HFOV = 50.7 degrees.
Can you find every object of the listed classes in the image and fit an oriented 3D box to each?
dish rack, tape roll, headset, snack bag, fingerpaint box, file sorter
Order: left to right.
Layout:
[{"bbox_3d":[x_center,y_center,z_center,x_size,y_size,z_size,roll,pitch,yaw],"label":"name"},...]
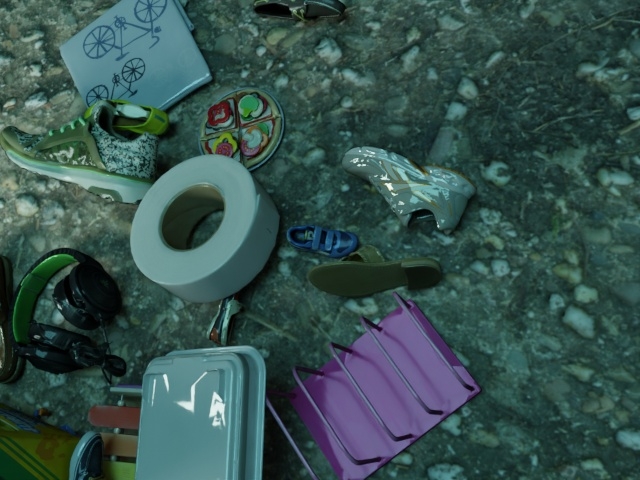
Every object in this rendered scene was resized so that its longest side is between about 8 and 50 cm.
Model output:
[{"bbox_3d":[-0.722,0.367,1.215,0.444,0.371,0.163,7,78,36],"label":"fingerpaint box"},{"bbox_3d":[-0.517,0.157,1.356,0.394,0.185,0.243,30,86,35],"label":"headset"},{"bbox_3d":[-0.427,-0.417,1.574,0.323,0.037,0.343,-32,70,9],"label":"snack bag"},{"bbox_3d":[-0.219,0.343,1.126,0.285,0.072,0.333,-11,70,38],"label":"dish rack"},{"bbox_3d":[-0.227,-0.025,1.327,0.286,0.100,0.286,-11,59,20],"label":"tape roll"},{"bbox_3d":[0.082,0.249,1.122,0.290,0.182,0.202,-39,66,5],"label":"file sorter"}]

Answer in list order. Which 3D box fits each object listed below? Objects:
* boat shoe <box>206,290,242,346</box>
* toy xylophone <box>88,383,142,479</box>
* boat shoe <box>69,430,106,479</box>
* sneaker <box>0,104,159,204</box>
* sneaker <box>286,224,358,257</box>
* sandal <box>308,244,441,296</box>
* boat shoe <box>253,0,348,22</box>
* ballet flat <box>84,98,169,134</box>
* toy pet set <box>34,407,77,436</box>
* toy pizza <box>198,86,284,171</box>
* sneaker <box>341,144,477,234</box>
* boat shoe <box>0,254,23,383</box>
[{"bbox_3d":[-0.176,0.138,1.318,0.043,0.049,0.137,20,80,16],"label":"boat shoe"},{"bbox_3d":[-0.324,0.430,1.265,0.236,0.081,0.323,-9,72,16],"label":"toy xylophone"},{"bbox_3d":[-0.406,0.441,1.213,0.083,0.065,0.183,11,86,22],"label":"boat shoe"},{"bbox_3d":[-0.503,-0.208,1.462,0.410,0.158,0.182,19,96,15],"label":"sneaker"},{"bbox_3d":[0.000,0.000,1.290,0.144,0.059,0.053,3,73,19],"label":"sneaker"},{"bbox_3d":[0.101,0.045,1.248,0.239,0.088,0.079,-3,42,11],"label":"sandal"},{"bbox_3d":[-0.045,-0.501,1.445,0.227,0.081,0.069,21,85,30],"label":"boat shoe"},{"bbox_3d":[-0.441,-0.279,1.486,0.230,0.077,0.077,11,82,20],"label":"ballet flat"},{"bbox_3d":[-0.538,0.402,1.373,0.114,0.065,0.122,-27,59,48],"label":"toy pet set"},{"bbox_3d":[-0.174,-0.238,1.435,0.201,0.032,0.201,-5,73,18],"label":"toy pizza"},{"bbox_3d":[0.146,-0.092,1.250,0.262,0.099,0.121,20,86,24],"label":"sneaker"},{"bbox_3d":[-0.733,0.164,1.472,0.110,0.104,0.307,-26,68,10],"label":"boat shoe"}]
